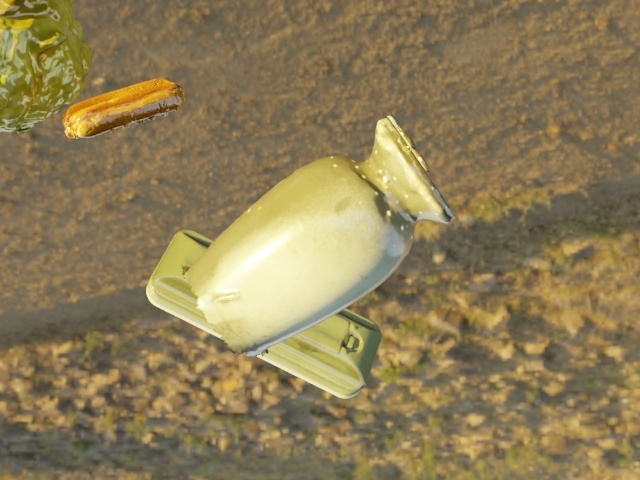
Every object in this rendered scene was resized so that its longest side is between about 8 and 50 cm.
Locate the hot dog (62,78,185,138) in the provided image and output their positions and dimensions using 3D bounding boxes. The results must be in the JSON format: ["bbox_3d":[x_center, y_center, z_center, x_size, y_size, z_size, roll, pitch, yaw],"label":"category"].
[{"bbox_3d":[-0.257,-0.171,1.161,0.165,0.045,0.071,-25,-149,-28],"label":"hot dog"}]

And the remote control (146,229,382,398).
[{"bbox_3d":[-0.074,0.101,1.266,0.335,0.128,0.065,27,145,-5],"label":"remote control"}]

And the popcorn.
[{"bbox_3d":[-0.441,-0.248,1.180,0.252,0.236,0.206,-15,162,1],"label":"popcorn"}]

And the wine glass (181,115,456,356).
[{"bbox_3d":[0.000,0.000,0.691,0.204,0.111,0.111,-37,149,8],"label":"wine glass"}]
